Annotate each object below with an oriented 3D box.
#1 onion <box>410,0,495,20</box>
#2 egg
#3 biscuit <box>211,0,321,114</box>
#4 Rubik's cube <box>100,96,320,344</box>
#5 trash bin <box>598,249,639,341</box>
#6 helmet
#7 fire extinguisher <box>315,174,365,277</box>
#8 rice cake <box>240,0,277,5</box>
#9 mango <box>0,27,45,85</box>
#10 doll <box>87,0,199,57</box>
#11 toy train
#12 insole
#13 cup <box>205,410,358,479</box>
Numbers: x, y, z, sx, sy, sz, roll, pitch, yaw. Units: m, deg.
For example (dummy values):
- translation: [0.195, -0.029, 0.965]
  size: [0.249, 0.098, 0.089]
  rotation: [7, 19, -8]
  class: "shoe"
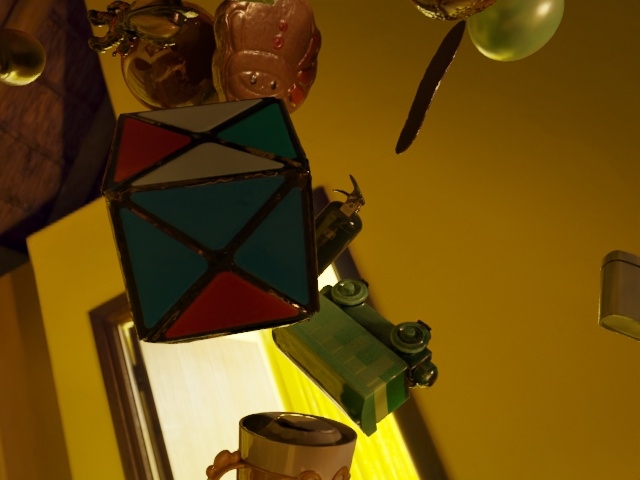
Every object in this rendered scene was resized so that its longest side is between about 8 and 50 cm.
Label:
- translation: [0.246, -0.527, 1.134]
  size: [0.252, 0.252, 0.219]
  rotation: [-43, -9, 38]
  class: "onion"
- translation: [0.474, -0.559, 1.535]
  size: [0.269, 0.220, 0.220]
  rotation: [-56, -13, -23]
  class: "egg"
- translation: [-0.142, -0.462, 1.623]
  size: [0.359, 0.074, 0.381]
  rotation: [5, -73, -47]
  class: "biscuit"
- translation: [-0.145, -0.033, 0.869]
  size: [0.247, 0.250, 0.248]
  rotation: [-8, -55, -9]
  class: "Rubik's cube"
- translation: [0.526, 0.095, 1.047]
  size: [0.116, 0.130, 0.059]
  rotation: [20, -33, 1]
  class: "trash bin"
- translation: [-0.448, -0.492, 1.809]
  size: [0.230, 0.385, 0.337]
  rotation: [-50, -23, -42]
  class: "helmet"
- translation: [0.000, 0.000, 1.396]
  size: [0.311, 0.114, 0.095]
  rotation: [-47, 4, 17]
  class: "fire extinguisher"
- translation: [-0.222, -0.485, 1.137]
  size: [0.336, 0.066, 0.063]
  rotation: [14, -36, 16]
  class: "rice cake"
- translation: [-0.783, -0.457, 1.555]
  size: [0.129, 0.146, 0.289]
  rotation: [-30, 11, 7]
  class: "mango"
- translation: [-0.372, -0.455, 1.306]
  size: [0.249, 0.127, 0.088]
  rotation: [-1, 25, 18]
  class: "doll"
- translation: [0.060, 0.190, 1.128]
  size: [0.202, 0.301, 0.120]
  rotation: [-30, -45, -25]
  class: "toy train"
- translation: [0.221, -0.312, 1.274]
  size: [0.007, 0.327, 0.111]
  rotation: [29, -16, -16]
  class: "insole"
- translation: [-0.068, 0.381, 0.944]
  size: [0.241, 0.226, 0.185]
  rotation: [6, -1, -34]
  class: "cup"
